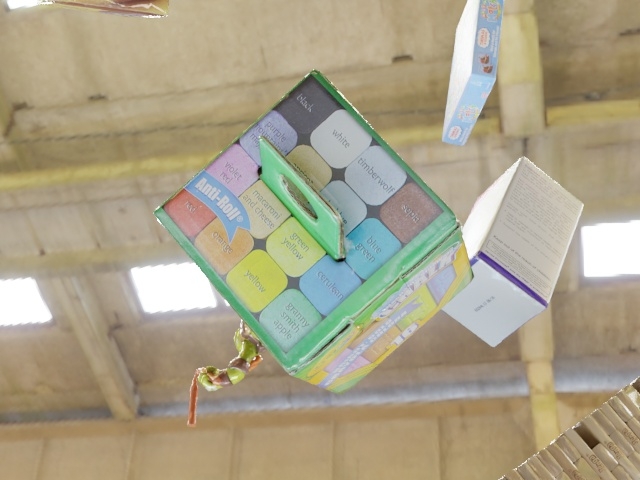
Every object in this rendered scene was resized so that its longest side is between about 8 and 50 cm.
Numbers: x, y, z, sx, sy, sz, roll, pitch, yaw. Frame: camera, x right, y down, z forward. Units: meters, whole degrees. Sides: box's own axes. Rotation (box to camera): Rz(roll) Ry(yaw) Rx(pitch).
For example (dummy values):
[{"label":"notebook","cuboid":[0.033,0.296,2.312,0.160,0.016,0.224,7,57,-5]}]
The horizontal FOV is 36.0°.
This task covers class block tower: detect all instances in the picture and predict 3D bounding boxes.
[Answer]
[{"label":"block tower","cuboid":[0.287,0.246,1.060,0.335,0.097,0.091,-24,-114,-38]}]

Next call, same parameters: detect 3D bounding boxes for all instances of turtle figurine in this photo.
[{"label":"turtle figurine","cuboid":[-0.081,0.113,1.268,0.087,0.217,0.269,31,-121,2]}]

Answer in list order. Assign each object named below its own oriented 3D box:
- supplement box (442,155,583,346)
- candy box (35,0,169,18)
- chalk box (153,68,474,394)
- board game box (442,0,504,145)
[{"label":"supplement box","cuboid":[0.243,0.011,1.271,0.114,0.111,0.220,36,-133,-5]},{"label":"candy box","cuboid":[-0.187,-0.296,0.862,0.109,0.186,0.053,-1,-173,-35]},{"label":"chalk box","cuboid":[0.000,0.000,0.604,0.132,0.213,0.132,-41,-108,1]},{"label":"board game box","cuboid":[0.216,-0.263,1.375,0.039,0.160,0.211,11,-119,-2]}]
